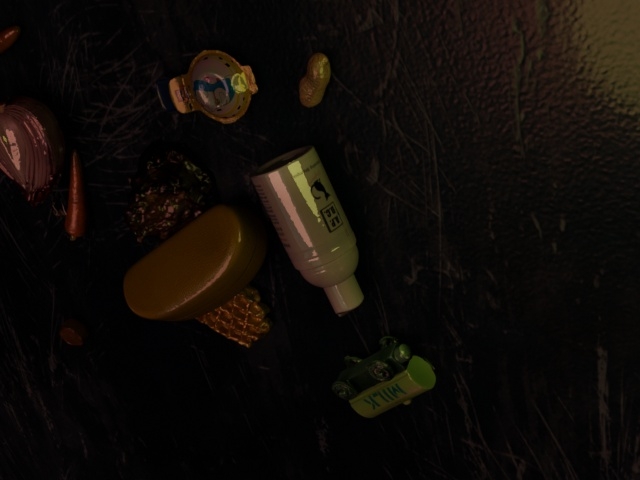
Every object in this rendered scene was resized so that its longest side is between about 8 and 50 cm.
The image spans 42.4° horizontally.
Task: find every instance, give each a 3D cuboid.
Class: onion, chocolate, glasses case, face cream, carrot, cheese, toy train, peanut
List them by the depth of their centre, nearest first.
[{"bbox_3d":[-0.011,-0.304,1.563,0.054,0.054,0.113,32,128,13],"label":"peanut"},{"bbox_3d":[0.000,0.000,1.684,0.145,0.145,0.369,-14,110,38],"label":"face cream"},{"bbox_3d":[-0.238,-0.310,1.699,0.250,0.064,0.156,-4,114,33],"label":"cheese"},{"bbox_3d":[0.141,0.310,1.819,0.157,0.105,0.253,40,135,-12],"label":"toy train"},{"bbox_3d":[-0.357,-0.079,1.840,0.206,0.177,0.224,8,123,25],"label":"chocolate"},{"bbox_3d":[-0.270,0.067,1.860,0.371,0.141,0.173,-34,66,26],"label":"glasses case"},{"bbox_3d":[-0.754,-0.472,1.953,0.139,0.048,0.048,-18,107,39],"label":"carrot"},{"bbox_3d":[-0.712,-0.223,2.030,0.227,0.120,0.283,8,119,27],"label":"onion"},{"bbox_3d":[-0.613,-0.114,2.087,0.061,0.061,0.256,22,118,21],"label":"carrot"}]

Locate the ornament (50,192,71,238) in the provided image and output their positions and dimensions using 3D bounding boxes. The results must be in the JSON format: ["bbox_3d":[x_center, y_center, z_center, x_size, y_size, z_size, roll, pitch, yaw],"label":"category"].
[{"bbox_3d":[-0.673,-0.061,2.170,0.073,0.028,0.125,9,121,28],"label":"ornament"}]

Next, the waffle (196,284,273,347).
[{"bbox_3d":[-0.206,0.162,1.977,0.211,0.055,0.160,26,128,19],"label":"waffle"}]

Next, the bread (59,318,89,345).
[{"bbox_3d":[-0.705,0.261,2.375,0.085,0.053,0.085,15,134,16],"label":"bread"}]

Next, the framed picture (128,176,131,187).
[{"bbox_3d":[-0.402,-0.080,1.988,0.109,0.011,0.149,6,121,30],"label":"framed picture"}]
